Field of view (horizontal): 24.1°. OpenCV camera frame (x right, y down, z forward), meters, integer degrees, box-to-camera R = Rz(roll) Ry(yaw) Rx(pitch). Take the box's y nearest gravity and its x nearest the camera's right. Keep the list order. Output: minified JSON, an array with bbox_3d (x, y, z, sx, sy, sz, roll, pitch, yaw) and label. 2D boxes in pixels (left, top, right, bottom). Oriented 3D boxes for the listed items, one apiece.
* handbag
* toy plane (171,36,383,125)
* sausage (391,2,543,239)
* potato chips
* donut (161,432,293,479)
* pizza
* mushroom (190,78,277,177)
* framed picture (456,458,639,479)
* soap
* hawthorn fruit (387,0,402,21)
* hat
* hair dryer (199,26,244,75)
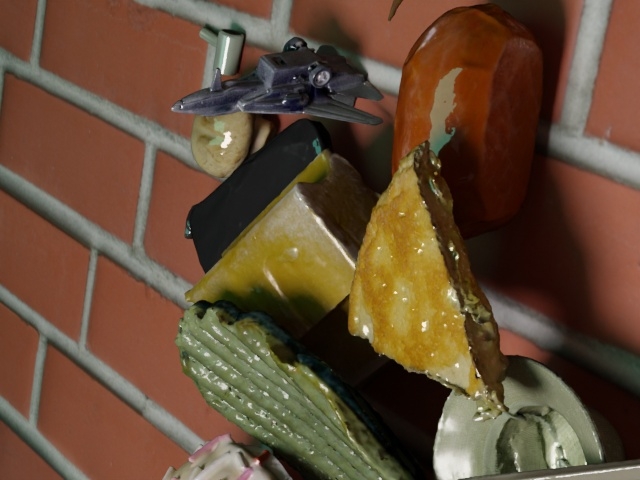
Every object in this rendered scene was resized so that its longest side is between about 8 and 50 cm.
[{"bbox_3d":[-0.065,-0.018,2.031,0.332,0.075,0.192,-36,75,45],"label":"handbag"},{"bbox_3d":[-0.066,-0.200,1.898,0.212,0.267,0.088,49,133,41],"label":"toy plane"},{"bbox_3d":[0.166,-0.133,1.684,0.141,0.153,0.268,19,108,44],"label":"sausage"},{"bbox_3d":[-0.012,0.225,1.805,0.429,0.070,0.358,41,159,9],"label":"potato chips"},{"bbox_3d":[-0.094,0.443,1.969,0.382,0.142,0.383,44,147,39],"label":"donut"},{"bbox_3d":[0.127,0.082,1.602,0.288,0.075,0.280,60,144,32],"label":"pizza"},{"bbox_3d":[-0.123,-0.156,2.102,0.112,0.148,0.148,22,114,9],"label":"mushroom"},{"bbox_3d":[0.285,0.366,1.489,0.240,0.020,0.324,-11,107,32],"label":"framed picture"},{"bbox_3d":[0.005,0.064,1.866,0.259,0.143,0.281,44,133,0],"label":"soap"},{"bbox_3d":[0.104,-0.418,1.694,0.258,0.258,0.262,2,123,53],"label":"hawthorn fruit"},{"bbox_3d":[0.250,0.246,1.606,0.257,0.130,0.257,4,95,50],"label":"hat"},{"bbox_3d":[-0.155,-0.288,2.208,0.124,0.038,0.063,38,121,52],"label":"hair dryer"}]
